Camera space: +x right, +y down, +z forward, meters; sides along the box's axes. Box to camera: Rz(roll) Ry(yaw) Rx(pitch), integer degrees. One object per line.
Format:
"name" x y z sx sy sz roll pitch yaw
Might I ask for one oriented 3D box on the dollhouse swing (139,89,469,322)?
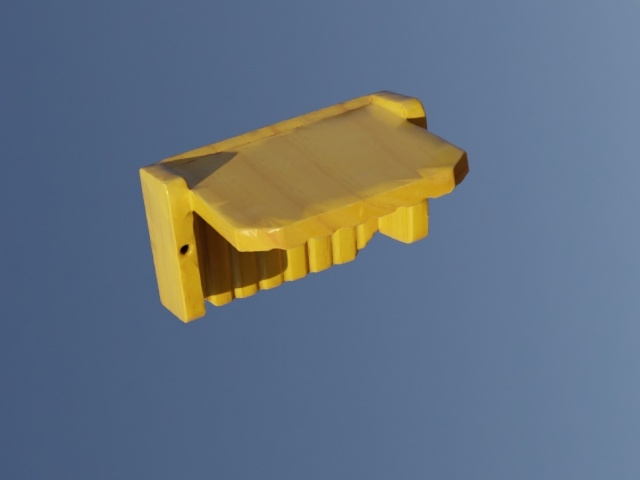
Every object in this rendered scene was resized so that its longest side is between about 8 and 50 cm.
"dollhouse swing" 0.000 0.000 1.812 0.346 0.305 0.315 -19 -50 -19
